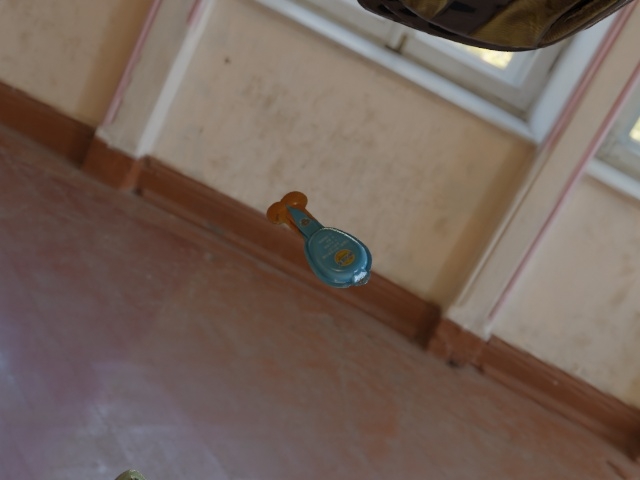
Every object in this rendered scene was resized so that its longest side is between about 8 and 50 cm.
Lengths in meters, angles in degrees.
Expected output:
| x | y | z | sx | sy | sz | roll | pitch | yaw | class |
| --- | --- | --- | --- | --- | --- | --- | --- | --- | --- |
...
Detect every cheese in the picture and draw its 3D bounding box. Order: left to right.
| x | y | z | sx | sy | sz | roll | pitch | yaw | class |
| --- | --- | --- | --- | --- | --- | --- | --- | --- | --- |
| 0.000 | -0.001 | 0.827 | 0.047 | 0.017 | 0.111 | -34 | 59 | -19 | cheese |

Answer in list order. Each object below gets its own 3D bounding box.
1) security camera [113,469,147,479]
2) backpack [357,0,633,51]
| x | y | z | sx | sy | sz | roll | pitch | yaw | class |
| --- | --- | --- | --- | --- | --- | --- | --- | --- | --- |
| -0.162 | 0.258 | 0.972 | 0.092 | 0.058 | 0.058 | 51 | 16 | -12 | security camera |
| 0.121 | -0.210 | 0.720 | 0.206 | 0.133 | 0.258 | 22 | -21 | -15 | backpack |
